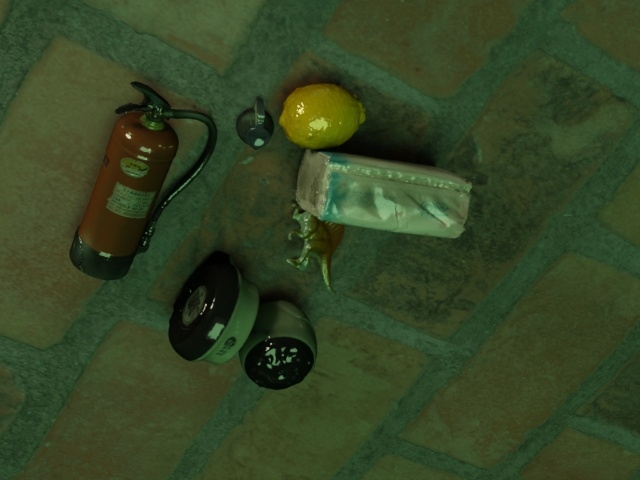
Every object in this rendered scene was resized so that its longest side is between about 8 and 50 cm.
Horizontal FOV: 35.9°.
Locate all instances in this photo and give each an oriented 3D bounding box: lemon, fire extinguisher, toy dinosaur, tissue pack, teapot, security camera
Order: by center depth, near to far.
[{"bbox_3d":[0.004,-0.213,1.696,0.155,0.114,0.114,-6,126,-11],"label":"lemon"},{"bbox_3d":[-0.110,-0.199,1.716,0.066,0.057,0.088,4,124,-15],"label":"teapot"},{"bbox_3d":[-0.309,-0.114,1.726,0.200,0.113,0.376,-22,145,-52],"label":"fire extinguisher"},{"bbox_3d":[0.106,-0.086,1.746,0.271,0.201,0.124,7,102,-16],"label":"tissue pack"},{"bbox_3d":[-0.001,-0.001,1.893,0.142,0.057,0.212,-49,134,0],"label":"toy dinosaur"},{"bbox_3d":[-0.132,0.177,1.897,0.277,0.191,0.197,28,114,-28],"label":"security camera"}]
